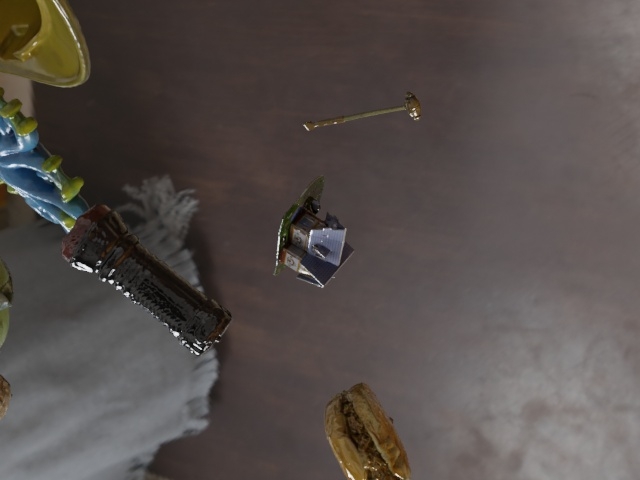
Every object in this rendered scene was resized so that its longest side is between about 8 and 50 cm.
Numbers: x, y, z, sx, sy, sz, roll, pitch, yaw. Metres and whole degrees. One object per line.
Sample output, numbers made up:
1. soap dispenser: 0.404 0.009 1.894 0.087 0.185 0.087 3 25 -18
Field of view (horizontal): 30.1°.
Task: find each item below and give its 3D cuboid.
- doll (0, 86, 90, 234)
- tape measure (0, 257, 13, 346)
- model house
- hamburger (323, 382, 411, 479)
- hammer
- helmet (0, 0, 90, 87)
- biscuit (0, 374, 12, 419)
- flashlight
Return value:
1. doll: -0.474 -0.121 1.781 0.341 0.099 0.346 39 159 12
2. tape measure: -0.294 0.018 0.851 0.200 0.106 0.175 37 140 19
3. model house: 0.000 0.000 1.766 0.088 0.117 0.167 32 145 15
4. hamburger: 0.059 0.254 1.495 0.083 0.147 0.138 -30 97 6
5. hammer: 0.037 -0.116 1.100 0.123 0.014 0.029 -7 122 31
6. helmet: -0.218 -0.212 0.694 0.257 0.140 0.205 21 159 12
7. biscuit: -0.324 0.178 1.054 0.061 0.219 0.055 -27 107 14
8. flashlight: -0.215 0.053 1.497 0.232 0.093 0.093 39 121 1
